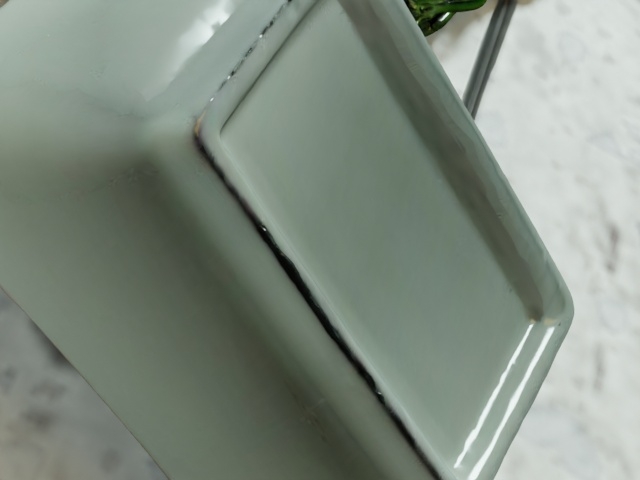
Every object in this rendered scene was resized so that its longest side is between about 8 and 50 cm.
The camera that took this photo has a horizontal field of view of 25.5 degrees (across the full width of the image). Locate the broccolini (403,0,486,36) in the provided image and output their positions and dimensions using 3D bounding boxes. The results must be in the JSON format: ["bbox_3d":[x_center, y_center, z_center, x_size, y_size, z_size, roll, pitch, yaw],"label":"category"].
[{"bbox_3d":[0.085,-0.111,0.590,0.218,0.044,0.042,-21,60,-38],"label":"broccolini"}]

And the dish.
[{"bbox_3d":[0.000,0.000,0.409,0.212,0.077,0.151,56,51,-28],"label":"dish"}]
